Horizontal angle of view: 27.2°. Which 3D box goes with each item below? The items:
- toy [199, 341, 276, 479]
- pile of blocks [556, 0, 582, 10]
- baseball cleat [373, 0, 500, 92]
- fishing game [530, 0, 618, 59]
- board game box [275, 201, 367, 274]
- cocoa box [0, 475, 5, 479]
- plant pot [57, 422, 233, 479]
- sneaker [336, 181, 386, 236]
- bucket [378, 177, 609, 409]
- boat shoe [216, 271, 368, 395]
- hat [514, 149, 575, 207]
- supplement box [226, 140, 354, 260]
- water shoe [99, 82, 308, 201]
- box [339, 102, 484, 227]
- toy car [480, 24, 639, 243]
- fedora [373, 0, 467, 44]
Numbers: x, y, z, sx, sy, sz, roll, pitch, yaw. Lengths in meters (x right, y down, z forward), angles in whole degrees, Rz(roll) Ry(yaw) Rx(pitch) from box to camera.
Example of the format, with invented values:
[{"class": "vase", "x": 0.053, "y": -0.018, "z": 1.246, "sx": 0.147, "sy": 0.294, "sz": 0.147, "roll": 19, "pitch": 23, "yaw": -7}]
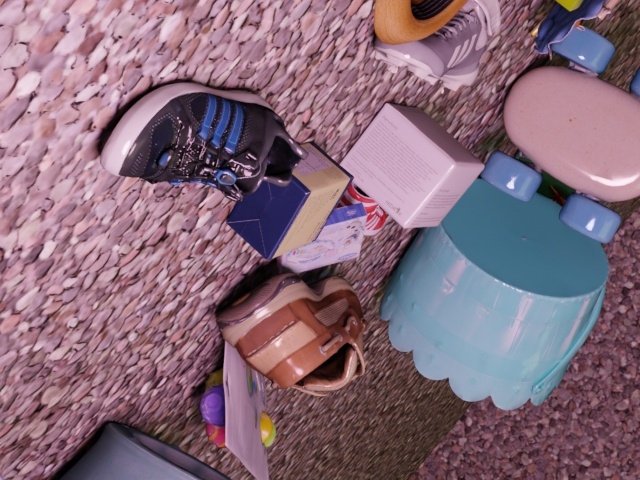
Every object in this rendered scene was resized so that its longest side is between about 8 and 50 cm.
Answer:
[{"class": "toy", "x": -0.101, "y": 0.193, "z": 1.494, "sx": 0.056, "sy": 0.137, "sz": 0.237, "roll": -6, "pitch": 158, "yaw": 10}, {"class": "pile of blocks", "x": 0.217, "y": -0.272, "z": 1.204, "sx": 0.149, "sy": 0.112, "sz": 0.362, "roll": -53, "pitch": 162, "yaw": 17}, {"class": "baseball cleat", "x": 0.109, "y": -0.195, "z": 1.216, "sx": 0.109, "sy": 0.072, "sz": 0.206, "roll": -66, "pitch": 164, "yaw": 10}, {"class": "fishing game", "x": 0.301, "y": -0.262, "z": 1.403, "sx": 0.189, "sy": 0.041, "sz": 0.264, "roll": -48, "pitch": -172, "yaw": -4}, {"class": "board game box", "x": 0.000, "y": 0.000, "z": 1.371, "sx": 0.090, "sy": 0.020, "sz": 0.090, "roll": -14, "pitch": 153, "yaw": -13}, {"class": "cocoa box", "x": -0.257, "y": 0.250, "z": 0.790, "sx": 0.228, "sy": 0.347, "sz": 0.231, "roll": -42, "pitch": 162, "yaw": -21}, {"class": "plant pot", "x": -0.193, "y": 0.334, "z": 1.329, "sx": 0.255, "sy": 0.271, "sz": 0.271, "roll": -62, "pitch": 164, "yaw": -6}, {"class": "sneaker", "x": 0.052, "y": -0.040, "z": 1.432, "sx": 0.067, "sy": 0.042, "sz": 0.118, "roll": -52, "pitch": 161, "yaw": 24}, {"class": "bucket", "x": 0.233, "y": 0.061, "z": 1.735, "sx": 0.281, "sy": 0.281, "sz": 0.183, "roll": -29, "pitch": 150, "yaw": -48}, {"class": "boat shoe", "x": -0.012, "y": 0.116, "z": 1.449, "sx": 0.122, "sy": 0.120, "sz": 0.324, "roll": -38, "pitch": 167, "yaw": 13}, {"class": "hat", "x": 0.385, "y": -0.077, "z": 1.924, "sx": 0.173, "sy": 0.183, "sz": 0.208, "roll": -45, "pitch": 163, "yaw": -10}, {"class": "supplement box", "x": -0.028, "y": -0.038, "z": 1.218, "sx": 0.083, "sy": 0.056, "sz": 0.083, "roll": -23, "pitch": 150, "yaw": -54}, {"class": "water shoe", "x": -0.077, "y": -0.070, "z": 0.983, "sx": 0.203, "sy": 0.080, "sz": 0.073, "roll": -19, "pitch": 147, "yaw": -58}, {"class": "box", "x": 0.094, "y": -0.076, "z": 1.355, "sx": 0.087, "sy": 0.102, "sz": 0.101, "roll": -51, "pitch": 162, "yaw": 17}, {"class": "toy car", "x": 0.336, "y": -0.137, "z": 1.686, "sx": 0.219, "sy": 0.210, "sz": 0.238, "roll": -62, "pitch": 174, "yaw": 8}, {"class": "fedora", "x": 0.079, "y": -0.242, "z": 0.989, "sx": 0.194, "sy": 0.079, "sz": 0.194, "roll": -44, "pitch": 157, "yaw": -24}]
